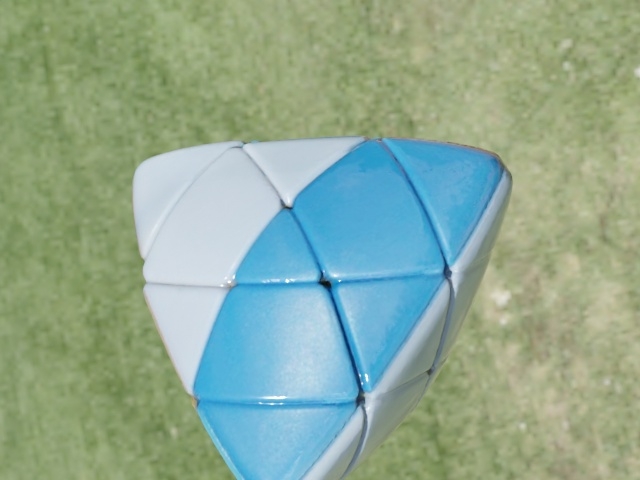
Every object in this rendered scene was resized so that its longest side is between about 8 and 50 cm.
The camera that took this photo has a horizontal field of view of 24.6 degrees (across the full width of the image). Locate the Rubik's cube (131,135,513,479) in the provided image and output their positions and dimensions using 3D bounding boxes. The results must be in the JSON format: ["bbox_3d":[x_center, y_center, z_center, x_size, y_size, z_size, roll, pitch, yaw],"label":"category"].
[{"bbox_3d":[0.000,0.000,0.895,0.254,0.254,0.254,34,128,58],"label":"Rubik's cube"}]
